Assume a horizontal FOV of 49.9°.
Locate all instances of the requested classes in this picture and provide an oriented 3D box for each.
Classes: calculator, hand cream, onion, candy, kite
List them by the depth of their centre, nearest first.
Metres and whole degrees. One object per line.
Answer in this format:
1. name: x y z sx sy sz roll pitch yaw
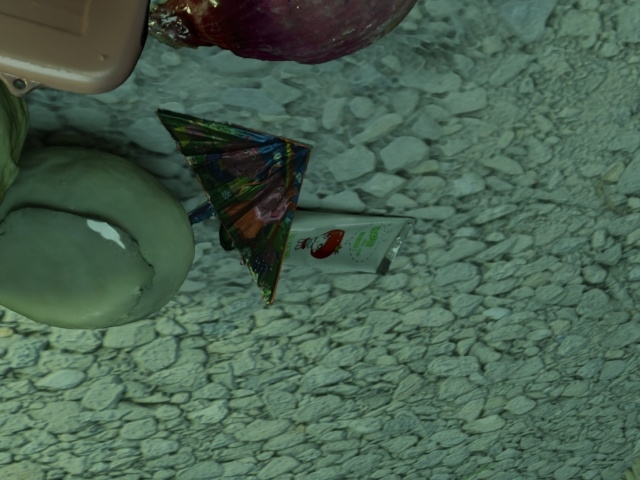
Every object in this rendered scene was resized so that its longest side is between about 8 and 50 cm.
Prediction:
1. calculator: -0.246 -0.287 0.621 0.220 0.048 0.329 9 79 -30
2. onion: -0.034 -0.293 0.776 0.349 0.159 0.267 -37 129 7
3. candy: -0.306 -0.001 0.882 0.296 0.185 0.295 2 136 2
4. kite: -0.099 -0.071 0.977 0.234 0.016 0.321 -36 112 -23
5. hand cream: 0.000 0.000 1.102 0.336 0.076 0.121 5 126 -34

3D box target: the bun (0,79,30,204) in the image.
1. bun: -0.425 -0.073 0.685 0.361 0.361 0.213 -45 149 16
